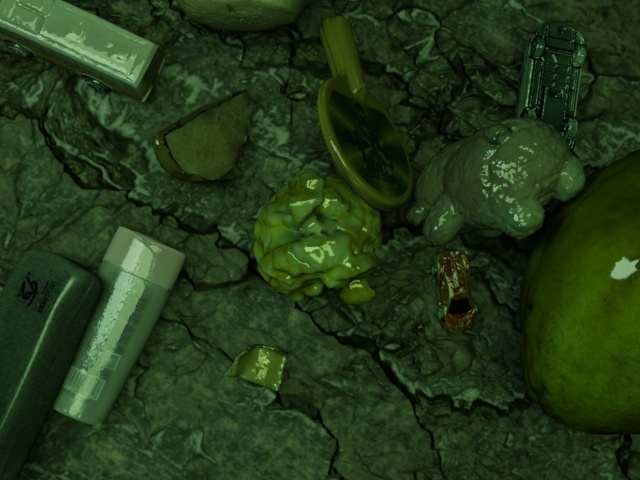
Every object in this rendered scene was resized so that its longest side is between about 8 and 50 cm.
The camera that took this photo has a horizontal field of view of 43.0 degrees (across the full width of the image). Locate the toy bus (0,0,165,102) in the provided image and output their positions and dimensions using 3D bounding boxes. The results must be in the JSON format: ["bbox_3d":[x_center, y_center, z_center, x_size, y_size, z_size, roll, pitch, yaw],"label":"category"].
[{"bbox_3d":[-0.359,-0.288,1.150,0.268,0.106,0.092,25,82,-4],"label":"toy bus"}]

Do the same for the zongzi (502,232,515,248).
[{"bbox_3d":[0.294,-0.025,1.232,0.083,0.067,0.073,-12,99,12],"label":"zongzi"}]

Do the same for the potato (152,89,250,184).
[{"bbox_3d":[-0.173,-0.143,1.183,0.172,0.089,0.100,-43,114,-38],"label":"potato"}]

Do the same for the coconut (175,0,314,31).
[{"bbox_3d":[-0.101,-0.432,1.121,0.237,0.237,0.265,1,83,-6],"label":"coconut"}]

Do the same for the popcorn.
[{"bbox_3d":[0.000,0.000,1.135,0.186,0.167,0.187,17,88,-9],"label":"popcorn"}]

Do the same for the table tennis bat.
[{"bbox_3d":[0.051,-0.186,1.164,0.050,0.198,0.320,-28,63,32],"label":"table tennis bat"}]

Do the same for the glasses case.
[{"bbox_3d":[-0.409,0.172,1.100,0.131,0.074,0.323,19,83,34],"label":"glasses case"}]

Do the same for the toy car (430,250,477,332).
[{"bbox_3d":[0.201,0.076,1.215,0.059,0.035,0.122,-7,85,-10],"label":"toy car"}]

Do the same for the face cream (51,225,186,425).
[{"bbox_3d":[-0.289,0.119,1.143,0.107,0.073,0.269,24,84,-7],"label":"face cream"}]

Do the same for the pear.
[{"bbox_3d":[0.437,0.068,1.076,0.352,0.352,0.413,25,115,-4],"label":"pear"}]

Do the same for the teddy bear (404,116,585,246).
[{"bbox_3d":[0.228,-0.076,1.113,0.236,0.267,0.151,-36,91,-20],"label":"teddy bear"}]

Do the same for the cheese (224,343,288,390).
[{"bbox_3d":[-0.095,0.179,1.175,0.084,0.041,0.060,14,92,-20],"label":"cheese"}]

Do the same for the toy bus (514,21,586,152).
[{"bbox_3d":[0.340,-0.225,1.224,0.087,0.089,0.193,9,85,-7],"label":"toy bus"}]
